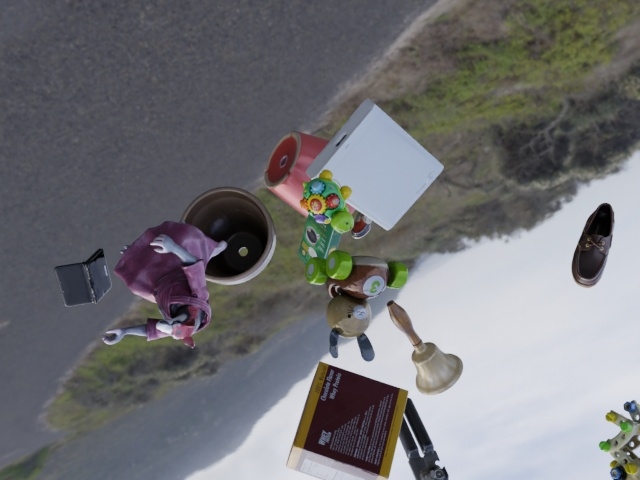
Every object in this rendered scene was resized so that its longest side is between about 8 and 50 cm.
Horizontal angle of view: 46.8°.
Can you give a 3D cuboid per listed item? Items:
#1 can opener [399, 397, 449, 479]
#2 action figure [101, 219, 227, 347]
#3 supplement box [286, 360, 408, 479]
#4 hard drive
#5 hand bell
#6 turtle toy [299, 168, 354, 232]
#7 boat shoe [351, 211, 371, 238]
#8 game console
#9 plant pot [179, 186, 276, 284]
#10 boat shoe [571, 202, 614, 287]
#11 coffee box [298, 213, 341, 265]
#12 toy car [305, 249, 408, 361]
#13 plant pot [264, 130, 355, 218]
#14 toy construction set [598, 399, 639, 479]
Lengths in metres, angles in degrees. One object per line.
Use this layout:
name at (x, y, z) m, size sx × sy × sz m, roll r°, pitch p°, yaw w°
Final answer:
can opener at (0.239, 0.520, 1.810) m, size 0.076 × 0.283 × 0.095 m, roll -14°, pitch 129°, yaw -8°
action figure at (-0.322, 0.124, 1.642) m, size 0.275 × 0.370 × 0.248 m, roll 29°, pitch 106°, yaw -40°
supplement box at (0.054, 0.382, 1.499) m, size 0.129 × 0.194 × 0.191 m, roll 105°, pitch 4°, yaw -54°
hard drive at (0.128, -0.159, 1.640) m, size 0.203 × 0.040 × 0.307 m, roll -49°, pitch 138°, yaw 10°
hand bell at (0.218, 0.231, 1.701) m, size 0.126 × 0.242 × 0.126 m, roll -29°, pitch -154°, yaw 16°
turtle toy at (0.014, -0.068, 1.425) m, size 0.095 × 0.130 × 0.066 m, roll -53°, pitch 174°, yaw 33°
boat shoe at (0.121, -0.064, 2.009) m, size 0.137 × 0.049 × 0.043 m, roll -56°, pitch 152°, yaw -31°
game console at (-0.571, 0.089, 1.787) m, size 0.071 × 0.122 × 0.107 m, roll 11°, pitch -143°, yaw 17°
plant pot at (-0.240, 0.008, 2.045) m, size 0.263 × 0.263 × 0.229 m, roll -27°, pitch 165°, yaw -1°
boat shoe at (0.611, 0.006, 1.651) m, size 0.073 × 0.073 × 0.207 m, roll 80°, pitch 29°, yaw -55°
coffee box at (0.000, 0.000, 1.987) m, size 0.040 × 0.113 × 0.184 m, roll -14°, pitch 135°, yaw -33°
toy car at (0.063, 0.128, 1.375) m, size 0.155 × 0.189 × 0.149 m, roll 11°, pitch 164°, yaw -29°
plant pot at (-0.024, -0.202, 2.294) m, size 0.243 × 0.275 × 0.275 m, roll 25°, pitch 142°, yaw -31°
toy construction set at (0.926, 0.624, 2.102) m, size 0.328 × 0.151 × 0.215 m, roll -113°, pitch -137°, yaw -68°
